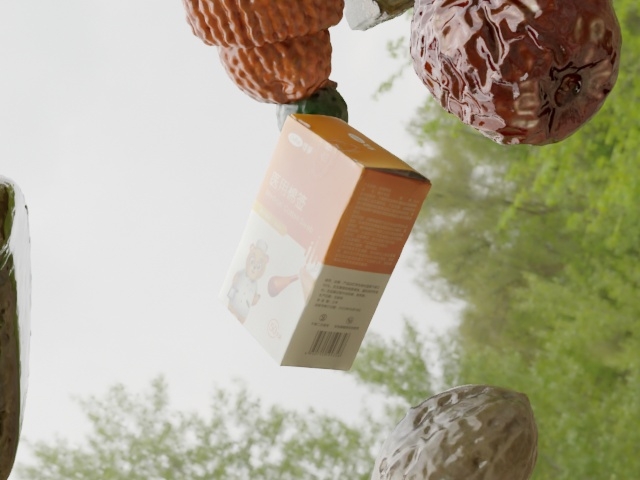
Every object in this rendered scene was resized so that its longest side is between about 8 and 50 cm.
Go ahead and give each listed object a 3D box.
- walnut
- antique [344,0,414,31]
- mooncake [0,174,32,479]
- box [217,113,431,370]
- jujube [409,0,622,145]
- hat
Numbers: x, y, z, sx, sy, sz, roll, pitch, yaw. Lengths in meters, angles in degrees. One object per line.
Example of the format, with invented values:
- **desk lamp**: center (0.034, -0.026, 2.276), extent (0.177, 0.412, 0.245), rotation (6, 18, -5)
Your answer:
- **walnut**: center (0.159, 0.260, 1.200), extent (0.230, 0.178, 0.178), rotation (-44, -29, -8)
- **antique**: center (0.080, -0.540, 1.890), extent (0.125, 0.150, 0.284), rotation (-27, -84, -24)
- **mooncake**: center (-0.484, 0.118, 1.262), extent (0.393, 0.246, 0.394), rotation (103, 170, -72)
- **box**: center (0.000, 0.000, 1.598), extent (0.143, 0.225, 0.341), rotation (10, -70, -39)
- **jujube**: center (0.200, -0.222, 1.106), extent (0.213, 0.232, 0.213), rotation (-18, -44, -18)
- **hat**: center (-0.086, -0.351, 1.847), extent (0.285, 0.285, 0.400), rotation (-50, -37, -41)
